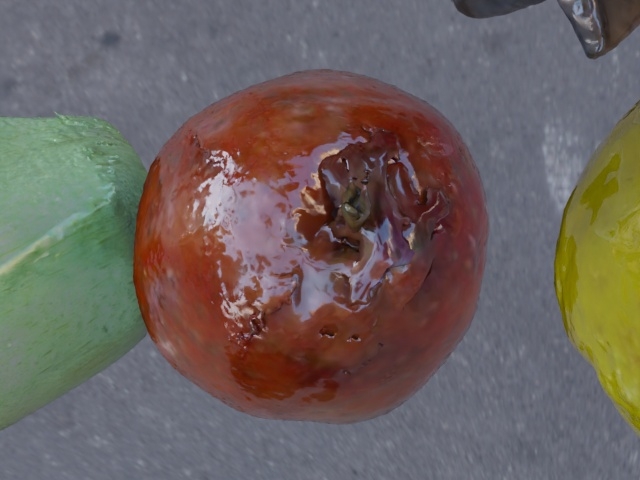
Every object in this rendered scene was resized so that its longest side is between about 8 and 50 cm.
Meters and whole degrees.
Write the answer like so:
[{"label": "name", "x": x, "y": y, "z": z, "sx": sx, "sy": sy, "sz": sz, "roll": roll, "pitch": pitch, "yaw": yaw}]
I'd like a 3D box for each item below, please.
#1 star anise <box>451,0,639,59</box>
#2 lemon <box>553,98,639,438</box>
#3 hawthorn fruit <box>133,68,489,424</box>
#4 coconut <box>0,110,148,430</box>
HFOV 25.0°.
[{"label": "star anise", "x": 0.186, "y": -0.273, "z": 0.932, "sx": 0.315, "sy": 0.108, "sz": 0.315, "roll": -4, "pitch": 85, "yaw": 46}, {"label": "lemon", "x": 0.181, "y": 0.005, "z": 0.464, "sx": 0.207, "sy": 0.170, "sz": 0.170, "roll": -21, "pitch": 68, "yaw": 16}, {"label": "hawthorn fruit", "x": 0.000, "y": 0.000, "z": 1.017, "sx": 0.276, "sy": 0.307, "sz": 0.276, "roll": 0, "pitch": 87, "yaw": -6}, {"label": "coconut", "x": -0.299, "y": 0.025, "z": 1.276, "sx": 0.328, "sy": 0.281, "sz": 0.328, "roll": -9, "pitch": 39, "yaw": 8}]
